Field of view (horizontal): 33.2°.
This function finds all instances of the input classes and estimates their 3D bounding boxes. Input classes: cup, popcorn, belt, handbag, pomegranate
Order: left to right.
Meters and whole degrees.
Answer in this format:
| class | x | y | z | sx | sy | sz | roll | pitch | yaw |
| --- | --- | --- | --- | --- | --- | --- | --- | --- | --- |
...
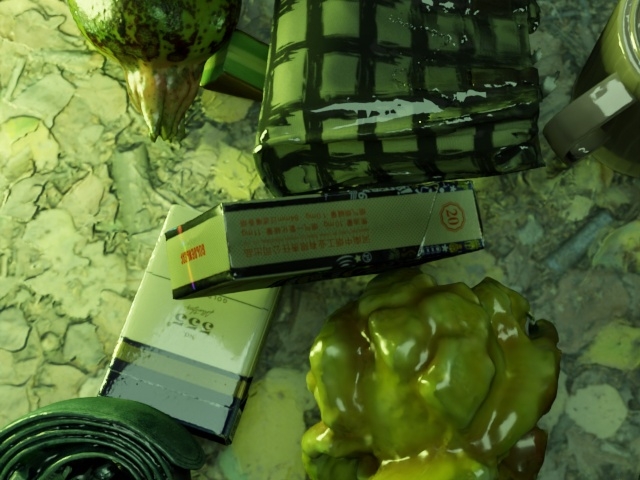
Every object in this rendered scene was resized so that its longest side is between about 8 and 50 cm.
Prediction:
| class | x | y | z | sx | sy | sz | roll | pitch | yaw |
| --- | --- | --- | --- | --- | --- | --- | --- | --- | --- |
| belt | -0.257 | 0.278 | 1.205 | 0.268 | 0.116 | 0.206 | -12 | 92 | 6 |
| pomegranate | -0.194 | -0.276 | 1.368 | 0.204 | 0.222 | 0.276 | -34 | 108 | -17 |
| handbag | 0.097 | -0.215 | 1.270 | 0.327 | 0.162 | 0.325 | -2 | 61 | 12 |
| popcorn | 0.095 | 0.188 | 1.179 | 0.290 | 0.325 | 0.321 | 49 | 35 | 17 |
| cup | 0.400 | -0.202 | 1.289 | 0.288 | 0.273 | 0.208 | -5 | 79 | 3 |

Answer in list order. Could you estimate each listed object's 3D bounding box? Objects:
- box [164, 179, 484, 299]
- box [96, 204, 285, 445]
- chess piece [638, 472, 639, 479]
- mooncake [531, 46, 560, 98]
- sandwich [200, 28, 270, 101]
| class | x | y | z | sx | sy | sz | roll | pitch | yaw |
| --- | --- | --- | --- | --- | --- | --- | --- | --- | --- |
| box | 0.000 | 0.000 | 1.207 | 0.310 | 0.198 | 0.084 | -7 | 84 | -27 |
| box | -0.146 | 0.101 | 1.300 | 0.168 | 0.071 | 0.259 | 18 | 74 | 6 |
| chess piece | 0.507 | 0.316 | 1.179 | 0.299 | 0.194 | 0.194 | 0 | 72 | 9 |
| mooncake | 0.140 | -0.262 | 1.421 | 0.347 | 0.057 | 0.150 | 34 | 84 | 9 |
| sandwich | -0.090 | -0.221 | 1.436 | 0.116 | 0.074 | 0.074 | 23 | 70 | -26 |
